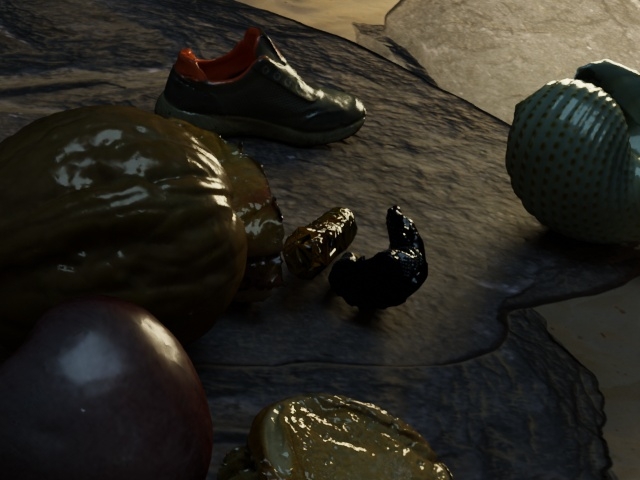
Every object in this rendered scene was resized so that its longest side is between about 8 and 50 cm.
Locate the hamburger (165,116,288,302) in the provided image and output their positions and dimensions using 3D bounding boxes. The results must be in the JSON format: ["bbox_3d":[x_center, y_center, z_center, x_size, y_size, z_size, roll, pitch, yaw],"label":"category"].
[{"bbox_3d":[-0.162,-0.041,1.737,0.245,0.155,0.282,5,39,-5],"label":"hamburger"}]

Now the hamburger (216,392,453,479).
[{"bbox_3d":[0.015,0.272,1.328,0.243,0.146,0.286,41,35,27],"label":"hamburger"}]

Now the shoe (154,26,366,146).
[{"bbox_3d":[-0.083,-0.251,2.076,0.337,0.171,0.132,1,34,-18],"label":"shoe"}]

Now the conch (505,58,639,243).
[{"bbox_3d":[0.428,-0.105,2.006,0.303,0.215,0.319,-32,85,-42],"label":"conch"}]

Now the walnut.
[{"bbox_3d":[-0.253,-0.001,1.515,0.333,0.332,0.333,9,32,-6],"label":"walnut"}]

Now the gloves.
[{"bbox_3d":[0.092,0.029,1.771,0.106,0.129,0.181,45,28,6],"label":"gloves"}]

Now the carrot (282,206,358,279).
[{"bbox_3d":[0.001,0.001,1.775,0.069,0.069,0.229,20,16,11],"label":"carrot"}]

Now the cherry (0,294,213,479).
[{"bbox_3d":[-0.213,0.179,1.317,0.239,0.206,0.239,5,49,-6],"label":"cherry"}]
